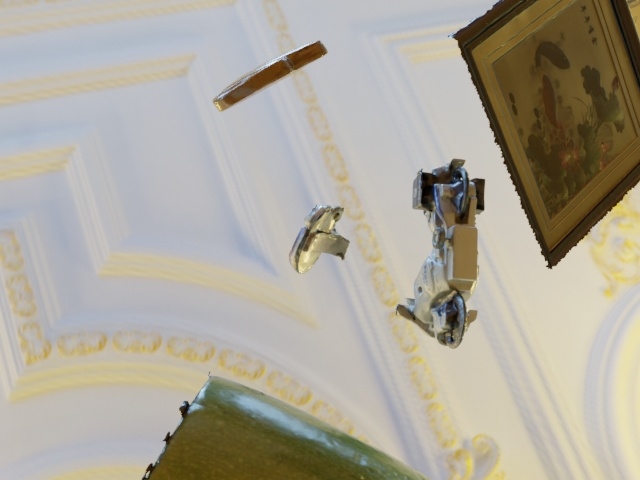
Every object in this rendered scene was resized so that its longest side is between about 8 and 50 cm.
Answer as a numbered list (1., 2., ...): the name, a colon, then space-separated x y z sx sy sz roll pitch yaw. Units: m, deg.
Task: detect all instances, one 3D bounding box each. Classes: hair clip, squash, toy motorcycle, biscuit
1. hair clip: -0.001 0.000 1.555 0.049 0.172 0.116 26 -84 19
2. squash: -0.027 0.244 0.878 0.260 0.189 0.189 30 -120 -1
3. toy motorcycle: 0.145 0.020 1.206 0.102 0.150 0.221 6 -102 -11
4. biscuit: -0.049 -0.165 1.010 0.118 0.140 0.023 -28 -83 6

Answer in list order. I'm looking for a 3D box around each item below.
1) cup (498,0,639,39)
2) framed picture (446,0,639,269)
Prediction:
1. cup: 0.274 -0.278 0.976 0.196 0.279 0.196 -1 -105 5
2. framed picture: 0.192 -0.109 0.776 0.199 0.010 0.195 -39 -65 -31
